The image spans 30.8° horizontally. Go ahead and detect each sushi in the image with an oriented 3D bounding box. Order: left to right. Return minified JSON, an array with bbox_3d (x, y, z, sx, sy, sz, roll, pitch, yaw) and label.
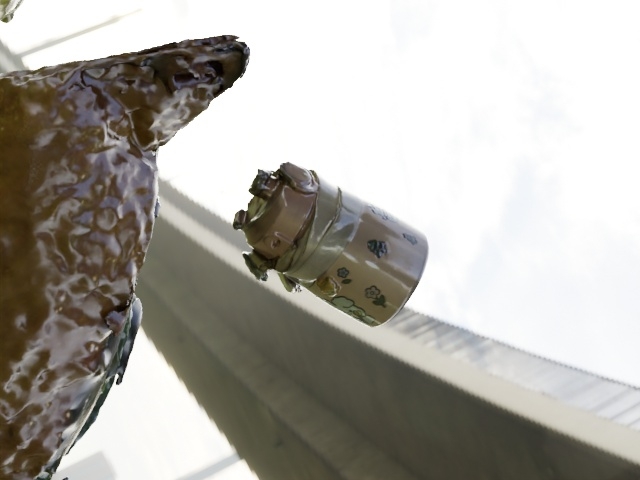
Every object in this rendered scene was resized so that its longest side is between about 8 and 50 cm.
[{"bbox_3d":[-0.139,0.006,0.566,0.149,0.140,0.287,47,-64,50],"label":"sushi"}]

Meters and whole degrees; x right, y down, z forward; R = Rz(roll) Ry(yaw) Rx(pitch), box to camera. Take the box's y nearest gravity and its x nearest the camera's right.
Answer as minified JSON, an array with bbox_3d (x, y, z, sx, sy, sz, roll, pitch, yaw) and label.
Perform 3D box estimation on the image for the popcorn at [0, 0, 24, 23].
[{"bbox_3d":[-0.461,-0.387,1.481,0.225,0.249,0.249,32,-22,2],"label":"popcorn"}]

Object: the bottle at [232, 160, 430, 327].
[{"bbox_3d":[0.000,-0.001,0.916,0.152,0.099,0.099,28,-7,-19],"label":"bottle"}]
